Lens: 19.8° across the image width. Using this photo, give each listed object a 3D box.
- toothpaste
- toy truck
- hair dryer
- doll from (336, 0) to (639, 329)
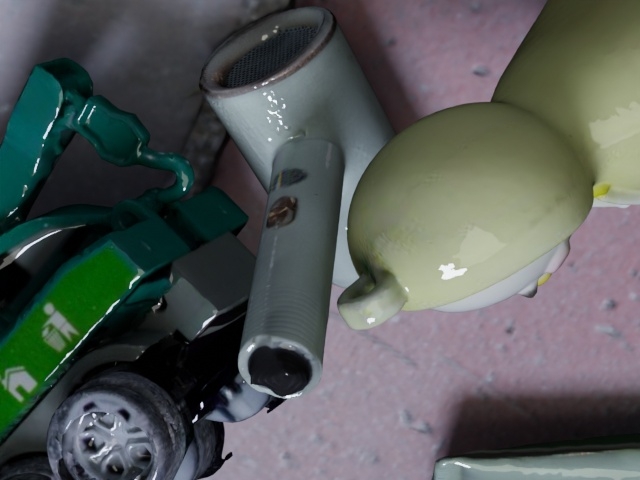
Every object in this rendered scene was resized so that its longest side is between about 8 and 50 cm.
[{"bbox_3d":[0.253,0.133,1.027,0.392,0.061,0.098,-3,141,-3],"label":"toothpaste"},{"bbox_3d":[-0.160,0.099,0.894,0.178,0.176,0.363,43,112,7],"label":"toy truck"},{"bbox_3d":[0.000,0.000,0.828,0.073,0.236,0.131,-23,118,15],"label":"hair dryer"},{"bbox_3d":[0.116,-0.048,0.815,0.296,0.141,0.117,-44,115,-23],"label":"doll"}]
